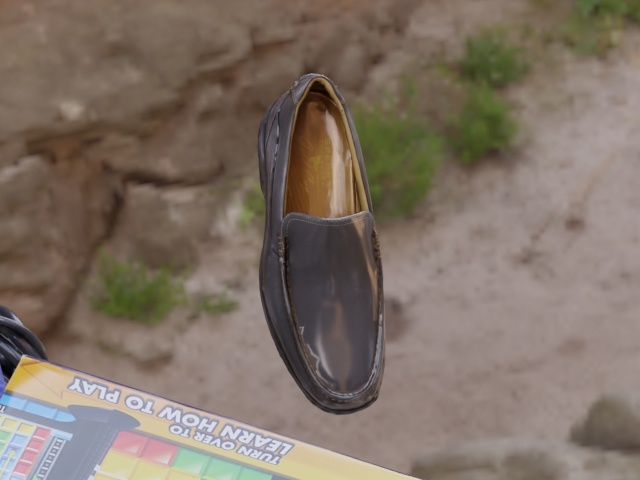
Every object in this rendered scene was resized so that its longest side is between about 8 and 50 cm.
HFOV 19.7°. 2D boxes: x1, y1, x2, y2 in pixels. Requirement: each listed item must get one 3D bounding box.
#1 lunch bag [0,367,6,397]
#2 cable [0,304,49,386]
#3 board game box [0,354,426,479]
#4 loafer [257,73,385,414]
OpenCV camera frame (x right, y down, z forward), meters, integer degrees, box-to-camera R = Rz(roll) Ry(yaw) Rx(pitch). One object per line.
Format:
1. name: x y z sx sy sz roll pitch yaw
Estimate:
1. lunch bag: -0.260 0.083 0.529 0.328 0.385 0.239 -21 -15 37
2. cable: -0.169 0.112 0.937 0.047 0.184 0.150 -12 48 -29
3. board game box: -0.012 0.109 0.389 0.170 0.048 0.141 16 42 5
4. loafer: 0.000 0.000 0.904 0.062 0.170 0.061 -9 -16 -11
